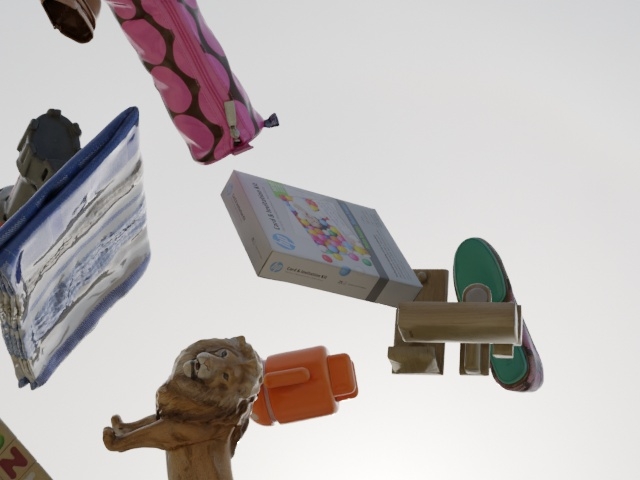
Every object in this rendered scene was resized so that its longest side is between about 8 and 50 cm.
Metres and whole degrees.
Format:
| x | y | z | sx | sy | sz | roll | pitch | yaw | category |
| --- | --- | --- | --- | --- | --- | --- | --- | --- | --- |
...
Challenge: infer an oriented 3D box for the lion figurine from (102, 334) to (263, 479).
| x | y | z | sx | sy | sz | roll | pitch | yaw | category |
| --- | --- | --- | --- | --- | --- | --- | --- | --- | --- |
| -0.176 | 0.342 | 1.719 | 0.240 | 0.142 | 0.392 | -10 | -89 | 1 | lion figurine |

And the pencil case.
| x | y | z | sx | sy | sz | roll | pitch | yaw | category |
| --- | --- | --- | --- | --- | --- | --- | --- | --- | --- |
| -0.129 | -0.176 | 1.141 | 0.095 | 0.098 | 0.209 | -31 | -66 | 0 | pencil case |

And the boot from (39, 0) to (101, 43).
| x | y | z | sx | sy | sz | roll | pitch | yaw | category |
| --- | --- | --- | --- | --- | --- | --- | --- | --- | --- |
| -0.375 | -0.359 | 1.606 | 0.197 | 0.152 | 0.073 | 32 | -60 | -30 | boot |

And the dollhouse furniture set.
| x | y | z | sx | sy | sz | roll | pitch | yaw | category |
| --- | --- | --- | --- | --- | --- | --- | --- | --- | --- |
| 0.138 | 0.059 | 1.242 | 0.144 | 0.123 | 0.151 | 0 | -25 | 13 | dollhouse furniture set |

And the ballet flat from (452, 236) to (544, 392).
| x | y | z | sx | sy | sz | roll | pitch | yaw | category |
| --- | --- | --- | --- | --- | --- | --- | --- | --- | --- |
| 0.232 | 0.101 | 1.542 | 0.077 | 0.079 | 0.221 | -30 | -121 | 20 | ballet flat |

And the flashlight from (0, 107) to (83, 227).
| x | y | z | sx | sy | sz | roll | pitch | yaw | category |
| --- | --- | --- | --- | --- | --- | --- | --- | --- | --- |
| -0.394 | -0.075 | 1.618 | 0.103 | 0.103 | 0.304 | 41 | -36 | -1 | flashlight |

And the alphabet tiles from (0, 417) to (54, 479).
| x | y | z | sx | sy | sz | roll | pitch | yaw | category |
| --- | --- | --- | --- | --- | --- | --- | --- | --- | --- |
| -0.527 | 0.443 | 1.805 | 0.342 | 0.285 | 0.011 | 39 | -6 | 30 | alphabet tiles |

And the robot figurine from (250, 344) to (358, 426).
| x | y | z | sx | sy | sz | roll | pitch | yaw | category |
| --- | --- | --- | --- | --- | --- | --- | --- | --- | --- |
| -0.046 | 0.256 | 2.077 | 0.219 | 0.158 | 0.128 | -11 | -72 | 5 | robot figurine |

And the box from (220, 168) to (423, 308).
| x | y | z | sx | sy | sz | roll | pitch | yaw | category |
| --- | --- | --- | --- | --- | --- | --- | --- | --- | --- |
| 0.000 | 0.000 | 1.236 | 0.186 | 0.145 | 0.038 | 14 | -60 | -30 | box |

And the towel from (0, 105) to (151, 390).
| x | y | z | sx | sy | sz | roll | pitch | yaw | category |
| --- | --- | --- | --- | --- | --- | --- | --- | --- | --- |
| -0.234 | 0.017 | 1.157 | 0.034 | 0.209 | 0.285 | 33 | -28 | 12 | towel |
